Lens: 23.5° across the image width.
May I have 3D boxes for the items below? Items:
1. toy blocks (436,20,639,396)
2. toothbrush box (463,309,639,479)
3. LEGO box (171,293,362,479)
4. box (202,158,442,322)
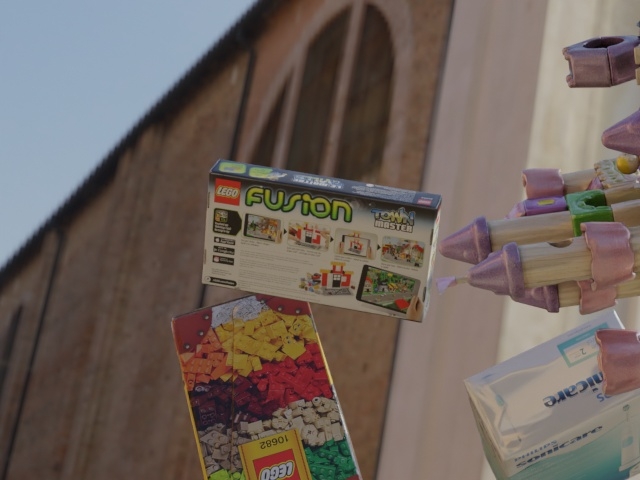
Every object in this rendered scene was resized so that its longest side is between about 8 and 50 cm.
[{"bbox_3d":[0.240,-0.030,1.531,0.260,0.309,0.288,-8,17,6],"label":"toy blocks"},{"bbox_3d":[0.322,0.242,2.020,0.216,0.126,0.295,-25,-29,-1],"label":"toothbrush box"},{"bbox_3d":[-0.036,0.356,2.164,0.193,0.372,0.500,-16,-35,-1],"label":"LEGO box"},{"bbox_3d":[0.000,0.000,1.378,0.207,0.114,0.036,10,24,9],"label":"box"}]
